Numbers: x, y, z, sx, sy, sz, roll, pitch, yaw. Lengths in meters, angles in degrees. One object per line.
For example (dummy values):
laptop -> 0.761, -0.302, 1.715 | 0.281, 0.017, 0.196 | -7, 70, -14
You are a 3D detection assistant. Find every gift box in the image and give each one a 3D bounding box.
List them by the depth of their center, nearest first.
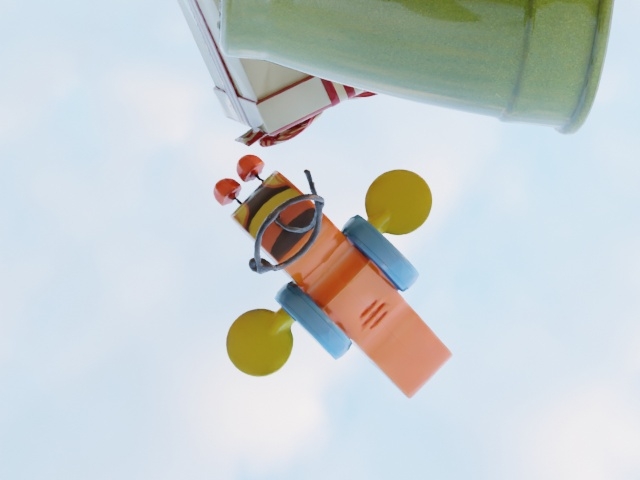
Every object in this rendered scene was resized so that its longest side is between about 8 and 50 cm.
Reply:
gift box -> -0.038, -0.267, 2.405 | 0.255, 0.258, 0.276 | -26, -163, -6

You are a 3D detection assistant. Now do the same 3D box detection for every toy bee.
toy bee -> 0.000, 0.000, 1.467 | 0.195, 0.298, 0.162 | -31, -129, -19

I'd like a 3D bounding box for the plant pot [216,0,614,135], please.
plant pot -> 0.078, -0.289, 1.839 | 0.353, 0.366, 0.366 | 1, -143, -4
